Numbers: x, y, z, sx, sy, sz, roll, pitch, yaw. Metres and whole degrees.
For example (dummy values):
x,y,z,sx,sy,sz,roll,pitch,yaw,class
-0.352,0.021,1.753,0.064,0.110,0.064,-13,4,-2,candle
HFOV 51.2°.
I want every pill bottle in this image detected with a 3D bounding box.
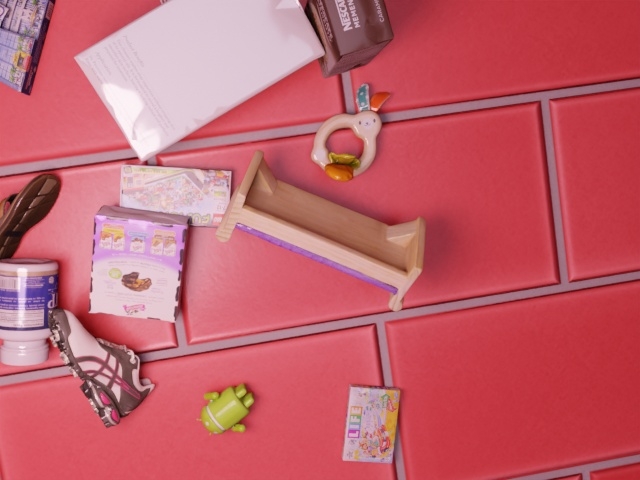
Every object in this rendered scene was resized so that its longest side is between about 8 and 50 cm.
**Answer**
x,y,z,sx,sy,sz,roll,pitch,yaw,class
-0.547,0.130,1.240,0.112,0.112,0.187,3,95,-6,pill bottle

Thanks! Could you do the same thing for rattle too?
x,y,z,sx,sy,sz,roll,pitch,yaw,class
0.067,-0.211,1.266,0.130,0.143,0.200,41,96,11,rattle

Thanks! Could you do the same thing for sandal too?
x,y,z,sx,sy,sz,roll,pitch,yaw,class
-0.575,-0.041,1.249,0.060,0.090,0.219,39,97,14,sandal

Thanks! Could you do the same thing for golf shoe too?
x,y,z,sx,sy,sz,roll,pitch,yaw,class
-0.413,0.218,1.247,0.120,0.105,0.273,-33,126,-22,golf shoe

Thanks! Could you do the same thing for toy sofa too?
x,y,z,sx,sy,sz,roll,pitch,yaw,class
0.000,0.000,1.229,0.362,0.150,0.177,22,130,-8,toy sofa

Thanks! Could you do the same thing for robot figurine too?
x,y,z,sx,sy,sz,roll,pitch,yaw,class
-0.185,0.334,1.316,0.115,0.067,0.101,-37,103,-2,robot figurine

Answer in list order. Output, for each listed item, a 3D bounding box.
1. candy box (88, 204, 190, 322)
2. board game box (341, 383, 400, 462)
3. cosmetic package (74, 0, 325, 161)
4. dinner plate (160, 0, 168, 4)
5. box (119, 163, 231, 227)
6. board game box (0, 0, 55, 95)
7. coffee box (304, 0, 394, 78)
x,y,z,sx,sy,sz,roll,pitch,yaw,class
-0.340,0.045,1.255,0.165,0.070,0.196,8,107,-8,candy box
0.103,0.375,1.370,0.103,0.026,0.154,5,94,-6,board game box
-0.211,-0.331,1.207,0.385,0.156,0.217,-30,104,-4,cosmetic package
-0.236,-0.475,1.270,0.141,0.017,0.141,0,94,-6,dinner plate
-0.277,-0.085,1.288,0.207,0.036,0.114,2,95,-6,box
-0.609,-0.388,1.216,0.194,0.060,0.194,16,93,-8,board game box
0.043,-0.387,1.190,0.098,0.246,0.141,-19,96,-4,coffee box
